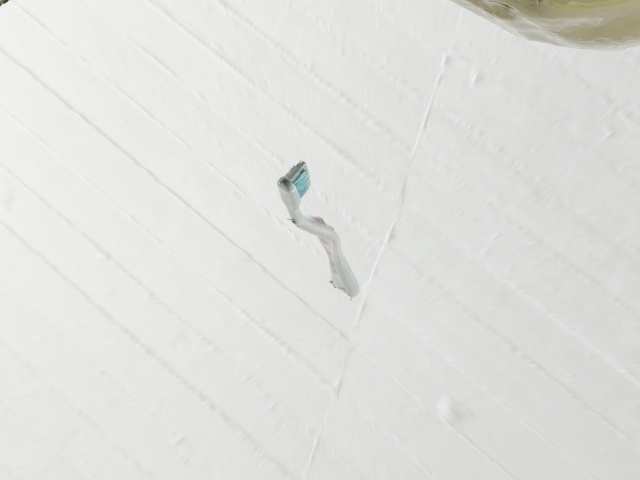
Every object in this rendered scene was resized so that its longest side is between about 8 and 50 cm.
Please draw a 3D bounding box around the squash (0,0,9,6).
[{"bbox_3d":[-0.334,-0.279,1.200,0.189,0.189,0.260,-40,-119,-2],"label":"squash"}]

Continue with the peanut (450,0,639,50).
[{"bbox_3d":[0.035,-0.138,0.498,0.290,0.130,0.130,31,-93,32],"label":"peanut"}]

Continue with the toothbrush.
[{"bbox_3d":[0.000,0.000,0.917,0.017,0.204,0.022,40,-98,19],"label":"toothbrush"}]
